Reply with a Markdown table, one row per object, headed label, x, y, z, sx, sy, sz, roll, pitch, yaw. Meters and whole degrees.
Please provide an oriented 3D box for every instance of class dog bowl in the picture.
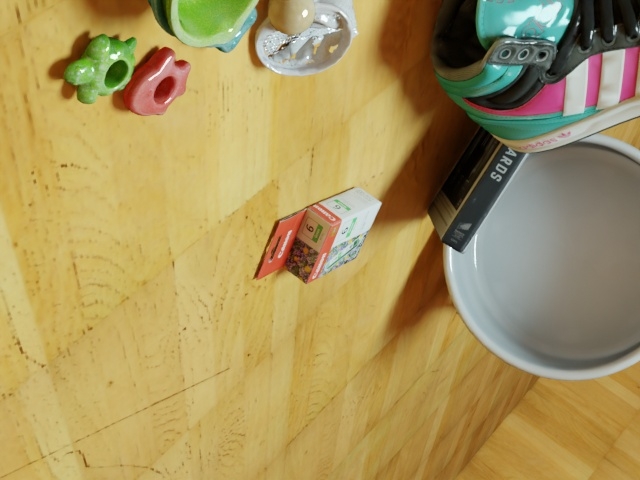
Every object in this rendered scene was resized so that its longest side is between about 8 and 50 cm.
| label | x | y | z | sx | sy | sz | roll | pitch | yaw |
| --- | --- | --- | --- | --- | --- | --- | --- | --- | --- |
| dog bowl | 0.274 | 0.015 | 1.099 | 0.265 | 0.265 | 0.104 | -59 | 162 | 13 |

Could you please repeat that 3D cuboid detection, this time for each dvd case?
| label | x | y | z | sx | sy | sz | roll | pitch | yaw |
| --- | --- | --- | --- | --- | --- | --- | --- | --- | --- |
| dvd case | 0.180 | -0.108 | 0.944 | 0.239 | 0.029 | 0.179 | -59 | -177 | 10 |

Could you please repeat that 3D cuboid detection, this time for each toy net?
| label | x | y | z | sx | sy | sz | roll | pitch | yaw |
| --- | --- | --- | --- | --- | --- | --- | --- | --- | --- |
| toy net | -0.034 | -0.113 | 0.551 | 0.232 | 0.045 | 0.122 | -9 | 131 | -62 |

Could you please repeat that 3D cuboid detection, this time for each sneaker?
| label | x | y | z | sx | sy | sz | roll | pitch | yaw |
| --- | --- | --- | --- | --- | --- | --- | --- | --- | --- |
| sneaker | 0.190 | -0.171 | 0.715 | 0.178 | 0.124 | 0.295 | 22 | 146 | -36 |

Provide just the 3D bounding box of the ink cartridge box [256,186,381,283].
| label | x | y | z | sx | sy | sz | roll | pitch | yaw |
| --- | --- | --- | --- | --- | --- | --- | --- | --- | --- |
| ink cartridge box | 0.000 | 0.000 | 0.820 | 0.115 | 0.029 | 0.063 | -26 | 146 | -52 |
